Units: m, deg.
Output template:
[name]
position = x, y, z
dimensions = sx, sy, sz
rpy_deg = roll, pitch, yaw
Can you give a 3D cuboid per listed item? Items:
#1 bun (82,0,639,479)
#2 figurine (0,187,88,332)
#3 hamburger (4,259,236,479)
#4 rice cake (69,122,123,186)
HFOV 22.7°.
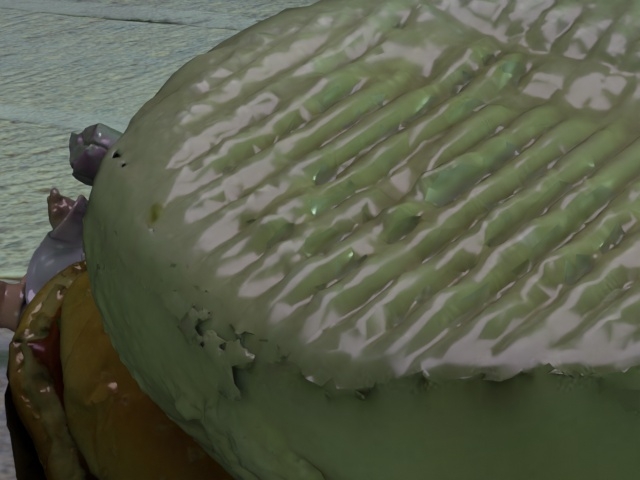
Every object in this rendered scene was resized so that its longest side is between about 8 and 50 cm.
[bun]
position = 0.083, 0.028, 0.716
dimensions = 0.360, 0.211, 0.359
rpy_deg = -3, 40, 3
[figurine]
position = -0.140, 0.023, 1.219
dimensions = 0.276, 0.200, 0.133
rpy_deg = -15, -28, 34
[hamburger]
position = -0.054, 0.087, 0.922
dimensions = 0.244, 0.244, 0.163
rpy_deg = -13, -18, -31
[rice cake]
position = -0.087, -0.018, 1.313
dimensions = 0.270, 0.049, 0.055
rpy_deg = 30, 41, -15
